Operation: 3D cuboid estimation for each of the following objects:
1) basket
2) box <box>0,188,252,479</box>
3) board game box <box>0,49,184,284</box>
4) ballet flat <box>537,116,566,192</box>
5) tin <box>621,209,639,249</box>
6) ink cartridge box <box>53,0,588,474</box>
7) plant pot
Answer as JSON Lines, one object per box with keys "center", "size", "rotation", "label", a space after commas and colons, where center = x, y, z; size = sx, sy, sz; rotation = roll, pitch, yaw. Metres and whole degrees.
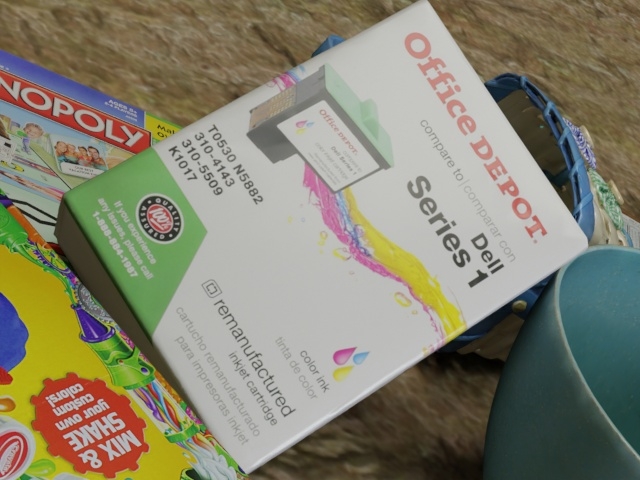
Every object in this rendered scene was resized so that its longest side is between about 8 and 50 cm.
{"center": [0.123, -0.035, 1.145], "size": [0.289, 0.201, 0.255], "rotation": [24, 32, -35], "label": "basket"}
{"center": [-0.206, 0.148, 0.615], "size": [0.279, 0.177, 0.290], "rotation": [47, 33, 15], "label": "box"}
{"center": [-0.207, -0.048, 0.995], "size": [0.317, 0.046, 0.213], "rotation": [22, 35, -22], "label": "board game box"}
{"center": [0.231, -0.031, 1.366], "size": [0.221, 0.079, 0.077], "rotation": [61, 2, 32], "label": "ballet flat"}
{"center": [0.332, 0.022, 1.431], "size": [0.189, 0.040, 0.106], "rotation": [30, 36, -10], "label": "tin"}
{"center": [0.000, 0.000, 0.895], "size": [0.278, 0.117, 0.201], "rotation": [-31, 85, -19], "label": "ink cartridge box"}
{"center": [0.229, 0.174, 0.977], "size": [0.290, 0.195, 0.290], "rotation": [24, 34, -18], "label": "plant pot"}
